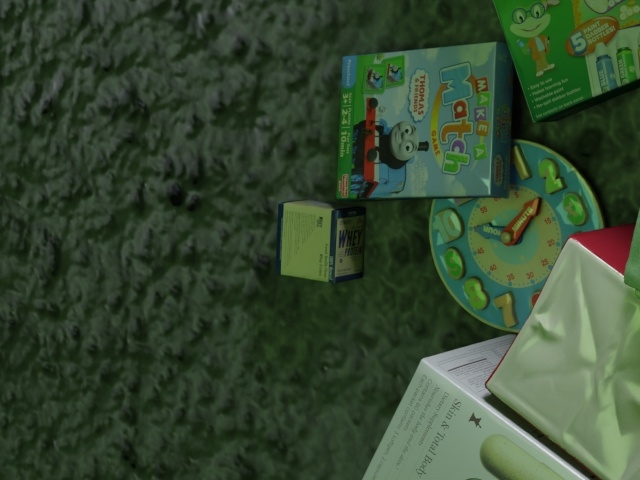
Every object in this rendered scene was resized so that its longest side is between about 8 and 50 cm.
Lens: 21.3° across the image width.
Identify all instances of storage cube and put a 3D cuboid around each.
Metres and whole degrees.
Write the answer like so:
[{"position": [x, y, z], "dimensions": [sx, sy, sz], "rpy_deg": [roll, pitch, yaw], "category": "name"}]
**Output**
[{"position": [0.311, 0.109, 1.621], "dimensions": [0.215, 0.193, 0.184], "rpy_deg": [39, 116, 26], "category": "storage cube"}]

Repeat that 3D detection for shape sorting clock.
[{"position": [0.203, -0.004, 1.777], "dimensions": [0.206, 0.040, 0.206], "rpy_deg": [5, 98, 35], "category": "shape sorting clock"}]

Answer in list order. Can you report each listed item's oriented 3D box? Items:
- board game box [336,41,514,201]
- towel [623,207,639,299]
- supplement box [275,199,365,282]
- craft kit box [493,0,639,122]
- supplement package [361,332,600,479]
[{"position": [0.109, -0.123, 1.802], "dimensions": [0.211, 0.039, 0.160], "rpy_deg": [0, 86, 42], "category": "board game box"}, {"position": [0.432, -0.018, 1.415], "dimensions": [0.324, 0.038, 0.248], "rpy_deg": [18, 114, 18], "category": "towel"}, {"position": [0.000, 0.000, 1.911], "dimensions": [0.083, 0.056, 0.083], "rpy_deg": [8, 100, 35], "category": "supplement box"}, {"position": [0.285, -0.273, 1.679], "dimensions": [0.249, 0.061, 0.247], "rpy_deg": [-22, 80, 35], "category": "craft kit box"}, {"position": [0.209, 0.255, 1.706], "dimensions": [0.262, 0.198, 0.199], "rpy_deg": [36, 114, 27], "category": "supplement package"}]
